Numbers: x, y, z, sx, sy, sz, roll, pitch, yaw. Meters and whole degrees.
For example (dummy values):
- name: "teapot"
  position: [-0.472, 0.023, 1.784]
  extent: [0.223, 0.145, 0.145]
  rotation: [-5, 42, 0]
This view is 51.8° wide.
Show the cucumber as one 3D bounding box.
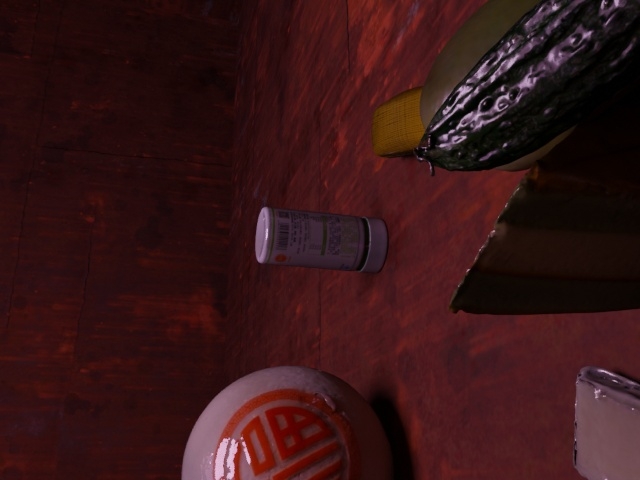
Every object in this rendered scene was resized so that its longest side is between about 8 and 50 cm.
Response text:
- name: "cucumber"
  position: [0.157, -0.119, 0.380]
  extent: [0.265, 0.077, 0.077]
  rotation: [-47, 37, 37]

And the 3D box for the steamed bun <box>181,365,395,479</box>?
- name: "steamed bun"
  position: [-0.041, 0.293, 0.837]
  extent: [0.177, 0.282, 0.283]
  rotation: [90, 177, -63]

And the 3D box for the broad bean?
- name: "broad bean"
  position: [0.192, -0.160, 0.501]
  extent: [0.263, 0.121, 0.189]
  rotation: [-37, 27, 49]

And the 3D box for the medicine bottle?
- name: "medicine bottle"
  position: [0.000, 0.000, 0.976]
  extent: [0.086, 0.183, 0.086]
  rotation: [-174, 90, -75]

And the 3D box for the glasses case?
- name: "glasses case"
  position: [0.118, -0.148, 0.826]
  extent: [0.234, 0.064, 0.079]
  rotation: [-169, 83, -74]

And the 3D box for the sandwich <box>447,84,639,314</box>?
- name: "sandwich"
  position: [0.160, -0.037, 0.442]
  extent: [0.144, 0.187, 0.117]
  rotation: [-109, 29, -43]

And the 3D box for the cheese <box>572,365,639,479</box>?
- name: "cheese"
  position: [0.253, 0.151, 0.313]
  extent: [0.400, 0.034, 0.085]
  rotation: [-162, 78, -74]
